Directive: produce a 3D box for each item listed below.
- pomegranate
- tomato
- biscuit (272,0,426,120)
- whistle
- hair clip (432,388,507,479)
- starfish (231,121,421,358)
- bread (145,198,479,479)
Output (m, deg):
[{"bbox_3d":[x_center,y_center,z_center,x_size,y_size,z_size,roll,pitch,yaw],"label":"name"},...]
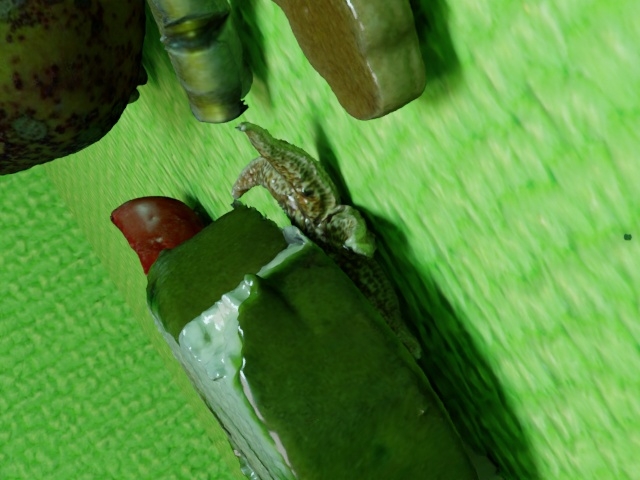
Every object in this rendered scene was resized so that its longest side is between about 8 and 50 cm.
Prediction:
[{"bbox_3d":[-0.276,-0.193,1.131,0.285,0.285,0.341,54,-163,17],"label":"pomegranate"},{"bbox_3d":[-0.154,0.036,1.408,0.228,0.101,0.228,55,173,10],"label":"tomato"},{"bbox_3d":[-0.033,-0.213,0.647,0.319,0.047,0.183,55,164,19],"label":"biscuit"},{"bbox_3d":[-0.102,-0.192,0.803,0.326,0.057,0.068,73,178,-61],"label":"whistle"},{"bbox_3d":[0.090,0.150,0.977,0.226,0.034,0.072,51,163,30],"label":"hair clip"},{"bbox_3d":[0.000,0.000,0.924,0.236,0.062,0.277,47,163,31],"label":"starfish"},{"bbox_3d":[-0.020,0.128,0.941,0.366,0.129,0.382,49,166,28],"label":"bread"}]
